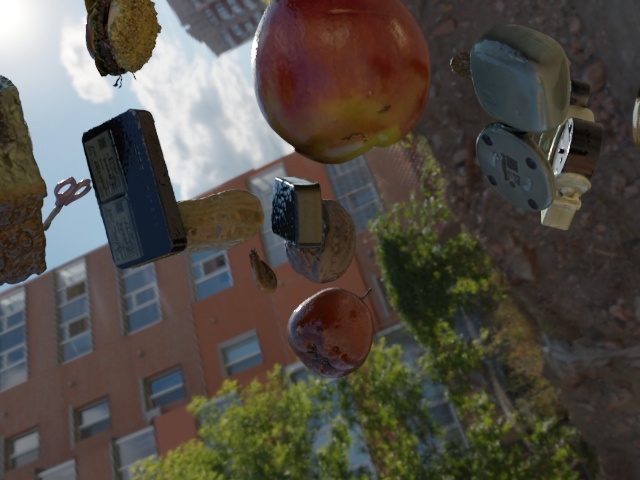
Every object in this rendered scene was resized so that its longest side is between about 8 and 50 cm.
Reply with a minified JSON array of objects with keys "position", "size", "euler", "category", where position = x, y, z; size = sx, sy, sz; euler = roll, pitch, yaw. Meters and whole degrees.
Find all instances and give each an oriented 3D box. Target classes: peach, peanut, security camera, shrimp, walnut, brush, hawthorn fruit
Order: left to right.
[{"position":[-0.294,-0.037,1.707],"size":[0.152,0.313,0.152],"euler":[167,90,-89],"category":"peanut"},{"position":[-0.122,0.066,1.467],"size":[0.059,0.023,0.108],"euler":[5,-123,-40],"category":"shrimp"},{"position":[-0.048,-0.058,1.334],"size":[0.197,0.059,0.123],"euler":[-152,62,-70],"category":"brush"},{"position":[-0.001,0.001,1.609],"size":[0.178,0.178,0.230],"euler":[54,-152,-48],"category":"walnut"},{"position":[0.026,0.229,1.812],"size":[0.235,0.231,0.263],"euler":[79,-167,-74],"category":"hawthorn fruit"},{"position":[0.040,-0.338,1.320],"size":[0.370,0.370,0.370],"euler":[61,-168,-22],"category":"peach"},{"position":[0.298,-0.172,1.011],"size":[0.157,0.080,0.301],"euler":[40,157,42],"category":"security camera"}]

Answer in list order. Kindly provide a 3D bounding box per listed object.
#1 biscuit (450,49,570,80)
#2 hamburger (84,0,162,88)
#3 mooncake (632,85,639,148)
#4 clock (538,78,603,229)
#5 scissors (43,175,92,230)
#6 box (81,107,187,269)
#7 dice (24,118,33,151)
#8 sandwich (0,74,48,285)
[{"position":[0.351,-0.324,1.272],"size":[0.220,0.220,0.033],"euler":[12,-97,-77],"category":"biscuit"},{"position":[-0.495,-0.527,1.735],"size":[0.243,0.139,0.261],"euler":[-67,-16,-56],"category":"hamburger"},{"position":[0.536,-0.181,0.914],"size":[0.234,0.235,0.117],"euler":[64,-162,-10],"category":"mooncake"},{"position":[0.611,-0.219,1.703],"size":[0.379,0.120,0.276],"euler":[-62,-14,-54],"category":"clock"},{"position":[-0.651,-0.077,1.695],"size":[0.021,0.212,0.110],"euler":[47,-163,17],"category":"scissors"},{"position":[-0.443,-0.118,1.614],"size":[0.058,0.211,0.350],"euler":[-13,-93,-58],"category":"box"},{"position":[-0.891,-0.225,1.654],"size":[0.262,0.268,0.265],"euler":[36,-164,12],"category":"dice"},{"position":[-0.530,-0.114,1.084],"size":[0.262,0.131,0.325],"euler":[58,147,21],"category":"sandwich"}]
